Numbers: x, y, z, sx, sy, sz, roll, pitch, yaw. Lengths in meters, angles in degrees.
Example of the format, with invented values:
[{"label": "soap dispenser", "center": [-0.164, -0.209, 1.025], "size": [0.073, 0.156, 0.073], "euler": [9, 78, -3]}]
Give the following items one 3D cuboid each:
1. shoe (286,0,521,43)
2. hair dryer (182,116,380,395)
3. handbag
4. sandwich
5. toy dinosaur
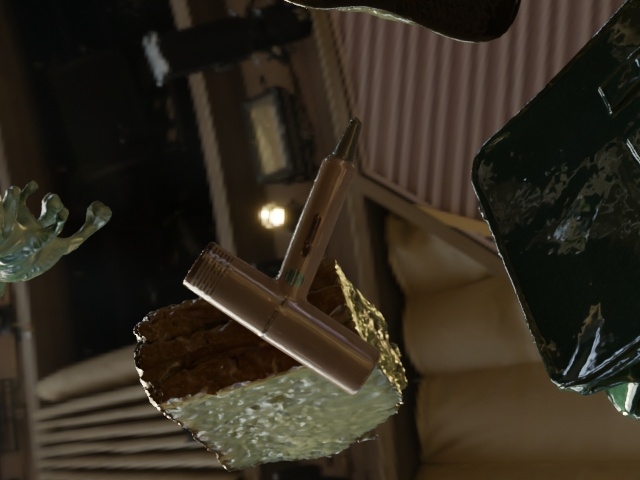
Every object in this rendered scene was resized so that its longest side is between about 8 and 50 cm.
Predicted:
[{"label": "shoe", "center": [0.059, -0.258, 1.186], "size": [0.275, 0.098, 0.103], "euler": [19, -70, 8]}, {"label": "hair dryer", "center": [0.012, 0.004, 1.170], "size": [0.195, 0.053, 0.220], "euler": [34, -92, -1]}, {"label": "handbag", "center": [0.258, -0.034, 1.025], "size": [0.238, 0.089, 0.326], "euler": [-47, -148, 27]}, {"label": "sandwich", "center": [-0.038, 0.160, 1.488], "size": [0.262, 0.325, 0.131], "euler": [-18, -121, 10]}, {"label": "toy dinosaur", "center": [-0.258, 0.002, 1.138], "size": [0.076, 0.129, 0.383], "euler": [59, -16, 7]}]
